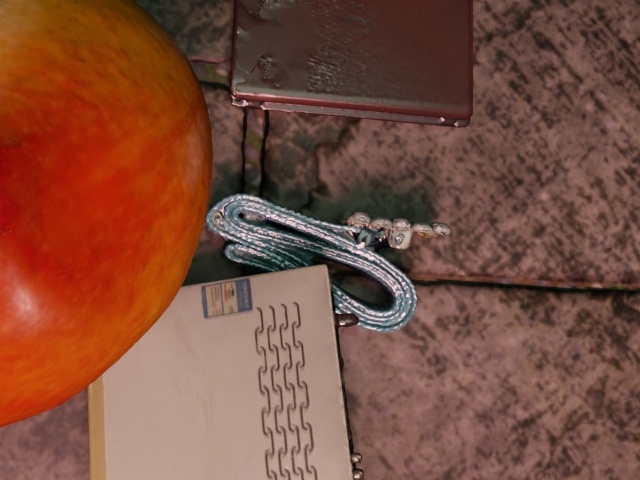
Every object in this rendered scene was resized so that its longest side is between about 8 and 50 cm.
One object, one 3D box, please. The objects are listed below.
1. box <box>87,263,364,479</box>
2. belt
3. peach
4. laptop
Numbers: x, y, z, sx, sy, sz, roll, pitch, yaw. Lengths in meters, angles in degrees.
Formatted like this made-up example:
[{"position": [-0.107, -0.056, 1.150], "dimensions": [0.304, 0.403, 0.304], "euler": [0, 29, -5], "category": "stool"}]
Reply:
[{"position": [-0.063, 0.161, 0.599], "dimensions": [0.210, 0.045, 0.270], "euler": [-10, 72, 5], "category": "box"}, {"position": [0.000, 0.000, 0.673], "dimensions": [0.179, 0.065, 0.100], "euler": [24, 89, -8], "category": "belt"}, {"position": [-0.202, -0.022, 0.493], "dimensions": [0.288, 0.289, 0.308], "euler": [-21, 46, -13], "category": "peach"}, {"position": [0.028, -0.176, 0.722], "dimensions": [0.207, 0.026, 0.154], "euler": [3, 80, -12], "category": "laptop"}]
